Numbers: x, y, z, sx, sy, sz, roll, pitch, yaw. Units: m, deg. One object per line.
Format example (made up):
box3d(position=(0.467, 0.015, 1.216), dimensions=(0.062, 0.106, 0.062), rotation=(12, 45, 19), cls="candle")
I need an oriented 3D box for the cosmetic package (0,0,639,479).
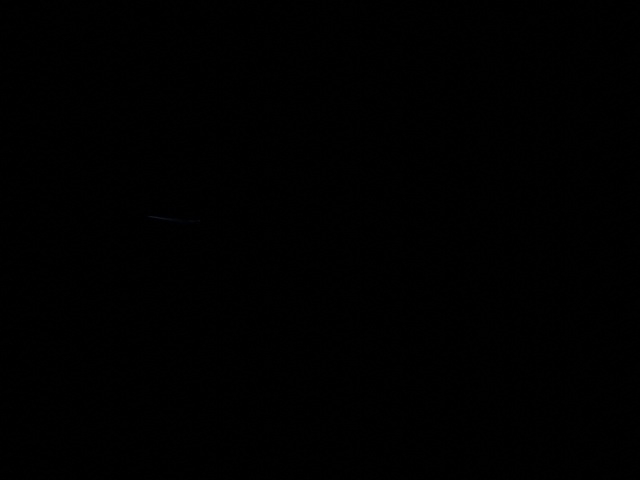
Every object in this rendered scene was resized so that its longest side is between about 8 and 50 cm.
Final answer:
box3d(position=(0.000, 0.000, 0.181), dimensions=(0.453, 0.162, 0.230), rotation=(99, -1, -63), cls="cosmetic package")
